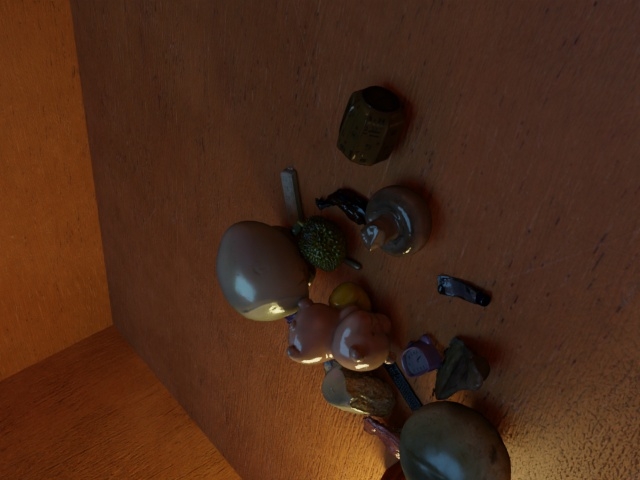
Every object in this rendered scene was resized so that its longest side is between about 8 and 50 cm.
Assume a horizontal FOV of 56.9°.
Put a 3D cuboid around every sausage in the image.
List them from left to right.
[{"bbox_3d":[0.081,0.063,1.931,0.132,0.024,0.024,29,133,38],"label":"sausage"}]

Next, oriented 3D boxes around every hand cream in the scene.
[{"bbox_3d":[0.386,0.140,1.604,0.163,0.039,0.062,21,130,50],"label":"hand cream"}]

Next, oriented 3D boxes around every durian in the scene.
[{"bbox_3d":[0.013,0.003,1.873,0.146,0.159,0.198,-41,48,23],"label":"durian"}]

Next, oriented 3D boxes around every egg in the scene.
[{"bbox_3d":[-0.192,0.097,1.905,0.345,0.283,0.283,60,144,6],"label":"egg"}]

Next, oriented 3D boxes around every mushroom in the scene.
[{"bbox_3d":[0.190,-0.042,1.583,0.204,0.204,0.204,29,133,37],"label":"mushroom"},{"bbox_3d":[0.398,0.640,1.725,0.352,0.260,0.351,21,121,40],"label":"mushroom"}]

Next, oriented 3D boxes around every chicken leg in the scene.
[{"bbox_3d":[0.071,-0.109,1.813,0.253,0.051,0.105,24,135,44],"label":"chicken leg"}]

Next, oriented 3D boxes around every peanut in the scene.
[{"bbox_3d":[-0.110,0.055,2.078,0.137,0.122,0.253,-33,89,46],"label":"peanut"}]

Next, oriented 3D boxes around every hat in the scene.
[{"bbox_3d":[0.273,0.689,2.021,0.286,0.107,0.236,34,171,22],"label":"hat"}]

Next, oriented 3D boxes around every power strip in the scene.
[{"bbox_3d":[-0.092,-0.128,2.014,0.060,0.027,0.252,17,125,44],"label":"power strip"}]

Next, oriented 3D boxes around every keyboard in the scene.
[{"bbox_3d":[0.270,0.478,1.979,0.204,0.013,0.061,57,143,6],"label":"keyboard"}]

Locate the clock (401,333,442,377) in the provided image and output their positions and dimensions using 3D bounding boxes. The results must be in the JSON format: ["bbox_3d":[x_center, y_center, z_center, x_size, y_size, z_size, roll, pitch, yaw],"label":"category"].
[{"bbox_3d":[0.300,0.355,1.804,0.110,0.050,0.152,68,152,15],"label":"clock"}]

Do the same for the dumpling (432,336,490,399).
[{"bbox_3d":[0.407,0.365,1.678,0.086,0.166,0.332,15,159,-7],"label":"dumpling"}]

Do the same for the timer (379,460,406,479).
[{"bbox_3d":[0.338,0.938,2.124,0.250,0.161,0.257,37,139,8],"label":"timer"}]

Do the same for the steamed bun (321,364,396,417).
[{"bbox_3d":[0.127,0.499,2.002,0.200,0.225,0.170,4,73,37],"label":"steamed bun"}]

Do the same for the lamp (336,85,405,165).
[{"bbox_3d":[0.130,-0.295,1.533,0.161,0.161,0.185,47,141,19],"label":"lamp"}]

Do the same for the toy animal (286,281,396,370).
[{"bbox_3d":[0.090,0.280,1.832,0.247,0.345,0.277,23,96,54],"label":"toy animal"}]

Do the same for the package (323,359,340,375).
[{"bbox_3d":[0.067,0.462,2.202,0.154,0.030,0.239,26,131,38],"label":"package"}]

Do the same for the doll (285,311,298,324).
[{"bbox_3d":[-0.082,0.310,2.262,0.110,0.067,0.205,-23,105,40],"label":"doll"}]
